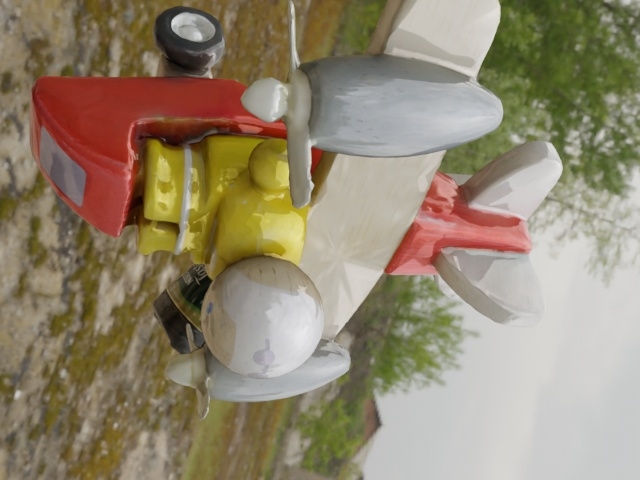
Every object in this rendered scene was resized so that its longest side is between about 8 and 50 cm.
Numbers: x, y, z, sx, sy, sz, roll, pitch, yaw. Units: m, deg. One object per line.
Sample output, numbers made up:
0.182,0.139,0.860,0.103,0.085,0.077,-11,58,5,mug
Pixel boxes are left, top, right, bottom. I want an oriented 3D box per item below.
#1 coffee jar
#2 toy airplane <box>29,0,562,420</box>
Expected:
-0.090,0.040,0.924,0.184,0.079,0.096,-46,-149,-2,coffee jar
0.000,0.000,0.690,0.386,0.384,0.272,58,33,-35,toy airplane
